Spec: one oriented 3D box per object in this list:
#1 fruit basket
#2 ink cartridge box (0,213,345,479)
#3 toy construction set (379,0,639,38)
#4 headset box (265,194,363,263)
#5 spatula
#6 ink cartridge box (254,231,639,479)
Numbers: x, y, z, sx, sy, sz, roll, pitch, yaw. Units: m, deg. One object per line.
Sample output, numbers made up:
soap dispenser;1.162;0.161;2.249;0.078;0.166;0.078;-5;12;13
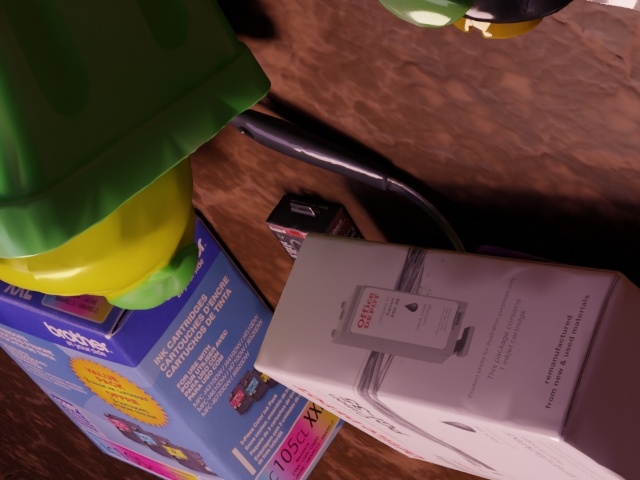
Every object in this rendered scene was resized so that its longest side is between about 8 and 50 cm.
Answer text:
fruit basket;-0.221;-0.067;1.060;0.392;0.283;0.392;23;133;27
ink cartridge box;-0.186;0.083;1.474;0.270;0.151;0.395;14;149;39
toy construction set;0.042;-0.206;0.447;0.308;0.237;0.257;35;151;2
headset box;0.000;0.000;1.203;0.062;0.032;0.083;13;149;39
spatula;0.064;-0.024;1.071;0.296;0.030;0.084;30;166;11
ink cartridge box;0.127;0.097;1.072;0.283;0.117;0.207;8;160;46
